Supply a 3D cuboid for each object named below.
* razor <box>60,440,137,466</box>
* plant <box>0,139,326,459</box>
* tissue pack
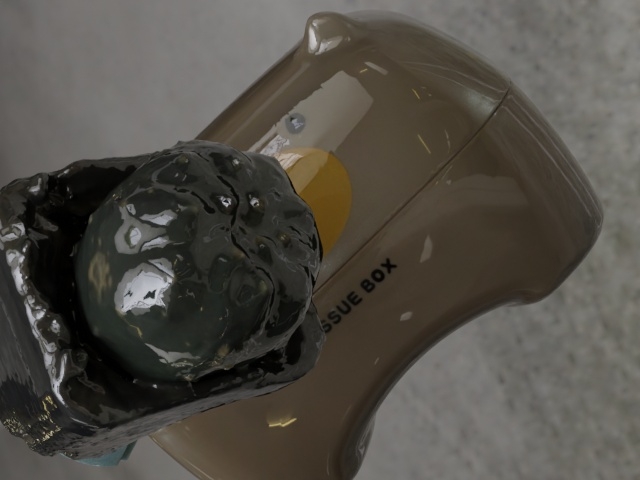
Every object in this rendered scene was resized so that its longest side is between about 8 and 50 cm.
[{"bbox_3d":[-0.148,0.042,1.367,0.106,0.068,0.232,-61,22,28],"label":"razor"},{"bbox_3d":[-0.095,0.030,1.047,0.256,0.164,0.141,-35,70,52],"label":"plant"},{"bbox_3d":[0.000,0.000,1.542,0.277,0.387,0.267,47,-174,-9],"label":"tissue pack"}]
